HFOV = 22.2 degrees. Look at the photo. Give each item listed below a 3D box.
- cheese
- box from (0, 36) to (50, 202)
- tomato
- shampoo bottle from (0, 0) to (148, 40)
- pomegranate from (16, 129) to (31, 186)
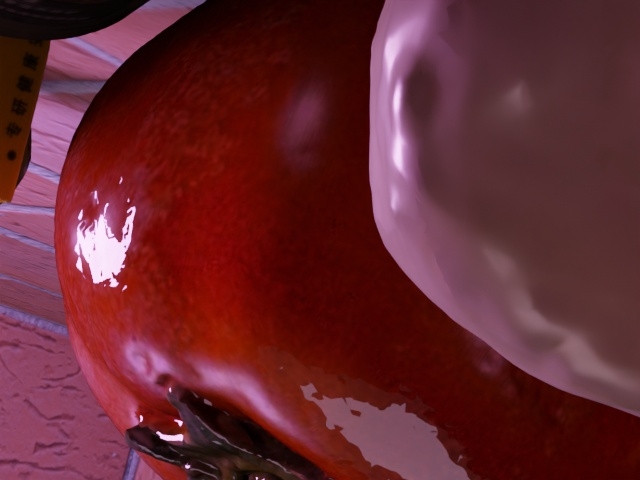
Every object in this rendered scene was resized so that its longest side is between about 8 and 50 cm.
[{"bbox_3d":[0.106,-0.076,0.414,0.173,0.248,0.251,20,177,-9],"label":"cheese"},{"bbox_3d":[-0.260,-0.113,0.894,0.265,0.168,0.097,6,169,46],"label":"box"},{"bbox_3d":[0.032,0.019,0.805,0.325,0.290,0.293,39,146,-17],"label":"tomato"},{"bbox_3d":[-0.073,-0.152,0.640,0.125,0.084,0.350,-4,177,-25],"label":"shampoo bottle"},{"bbox_3d":[-0.290,-0.082,1.205,0.129,0.129,0.159,5,164,40],"label":"pomegranate"}]
